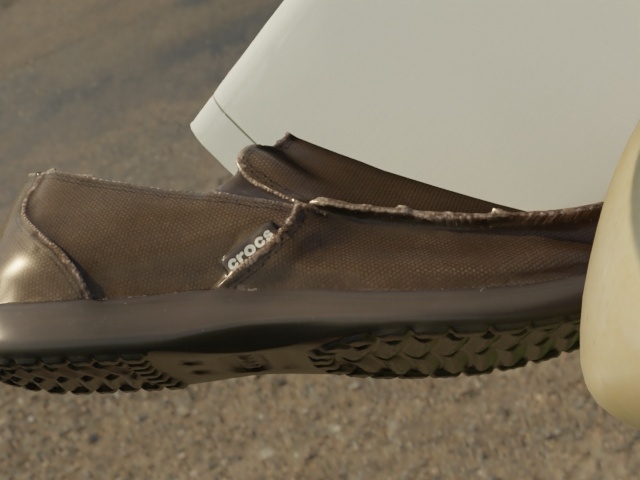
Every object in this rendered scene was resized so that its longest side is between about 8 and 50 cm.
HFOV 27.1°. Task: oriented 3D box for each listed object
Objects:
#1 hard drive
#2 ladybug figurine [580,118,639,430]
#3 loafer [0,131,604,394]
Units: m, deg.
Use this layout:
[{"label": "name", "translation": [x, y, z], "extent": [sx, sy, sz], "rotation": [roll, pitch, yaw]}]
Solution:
[{"label": "hard drive", "translation": [0.097, -0.102, 0.774], "extent": [0.353, 0.233, 0.047], "rotation": [-47, -2, 38]}, {"label": "ladybug figurine", "translation": [0.301, -0.026, 0.434], "extent": [0.449, 0.162, 0.305], "rotation": [-4, -12, -9]}, {"label": "loafer", "translation": [0.000, 0.000, 0.677], "extent": [0.366, 0.134, 0.130], "rotation": [-3, 74, -2]}]
